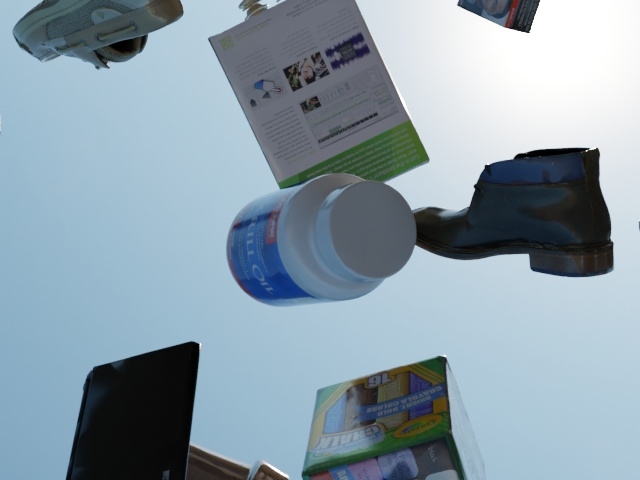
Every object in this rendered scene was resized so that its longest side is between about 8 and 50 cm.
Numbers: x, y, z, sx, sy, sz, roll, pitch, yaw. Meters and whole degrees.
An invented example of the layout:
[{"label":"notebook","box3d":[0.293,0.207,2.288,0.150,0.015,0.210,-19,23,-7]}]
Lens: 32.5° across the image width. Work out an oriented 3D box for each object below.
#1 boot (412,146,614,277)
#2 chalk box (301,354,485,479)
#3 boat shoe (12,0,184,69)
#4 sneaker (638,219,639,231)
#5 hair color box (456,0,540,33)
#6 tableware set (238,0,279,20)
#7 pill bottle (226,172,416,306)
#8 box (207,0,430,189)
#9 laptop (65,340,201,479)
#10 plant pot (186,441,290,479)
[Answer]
[{"label":"boot","box3d":[0.162,-0.037,0.977,0.219,0.106,0.082,10,-160,41]},{"label":"chalk box","box3d":[0.092,0.287,1.291,0.289,0.179,0.180,-71,-38,-72]},{"label":"boat shoe","box3d":[-0.267,-0.253,1.298,0.121,0.341,0.110,-40,-75,-26]},{"label":"sneaker","box3d":[0.463,0.007,1.215,0.221,0.087,0.083,12,-159,22]},{"label":"hair color box","box3d":[0.237,-0.326,1.452,0.043,0.072,0.141,8,-161,-24]},{"label":"tableware set","box3d":[-0.095,-0.470,2.112,0.020,0.141,0.169,56,177,1]},{"label":"pill bottle","box3d":[0.000,0.000,1.078,0.124,0.221,0.124,3,-98,-25]},{"label":"box","box3d":[-0.001,-0.217,1.699,0.058,0.232,0.322,-37,-78,-84]},{"label":"laptop","box3d":[-0.245,0.282,1.366,0.136,0.264,0.234,11,-135,-9]},{"label":"plant pot","box3d":[-0.205,0.387,1.578,0.229,0.263,0.263,36,-144,-1]}]
